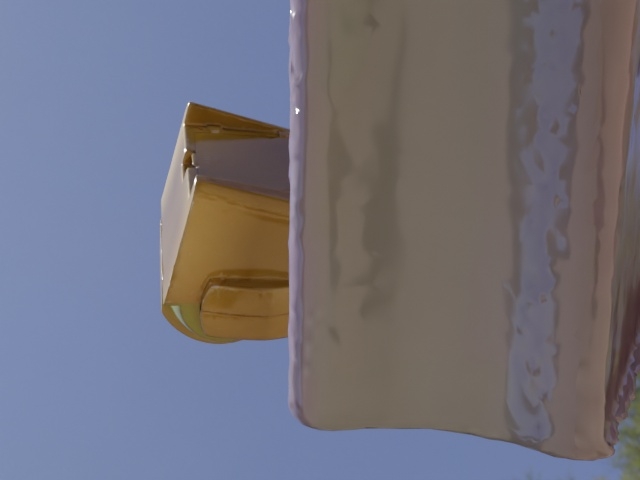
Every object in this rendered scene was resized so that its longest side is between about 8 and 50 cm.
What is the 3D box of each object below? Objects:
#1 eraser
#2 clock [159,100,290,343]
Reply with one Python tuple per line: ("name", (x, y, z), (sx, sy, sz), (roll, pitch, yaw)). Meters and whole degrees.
("eraser", (0.080, -0.137, 0.414), (0.272, 0.122, 0.359), (-32, -56, -64))
("clock", (0.000, 0.000, 1.108), (0.317, 0.244, 0.200), (6, -59, -11))
